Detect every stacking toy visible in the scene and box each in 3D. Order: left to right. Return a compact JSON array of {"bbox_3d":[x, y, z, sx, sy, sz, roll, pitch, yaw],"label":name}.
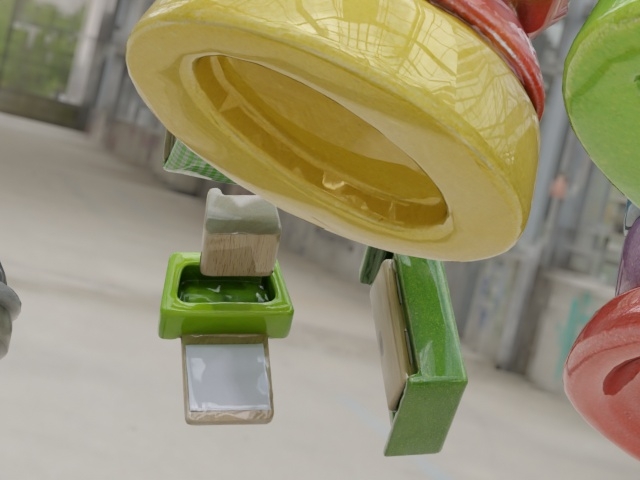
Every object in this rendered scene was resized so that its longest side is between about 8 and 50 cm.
[{"bbox_3d":[0.137,-0.031,0.475,0.309,0.130,0.279,36,-21,-29],"label":"stacking toy"}]

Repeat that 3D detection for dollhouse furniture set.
[{"bbox_3d":[0.000,0.000,1.105,0.197,0.151,0.301,0,-37,-9],"label":"dollhouse furniture set"}]

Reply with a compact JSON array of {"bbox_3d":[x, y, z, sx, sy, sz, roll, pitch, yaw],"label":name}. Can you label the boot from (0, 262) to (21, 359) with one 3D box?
[{"bbox_3d":[-0.130,-0.079,0.451,0.189,0.209,0.076,9,-16,30],"label":"boot"}]
